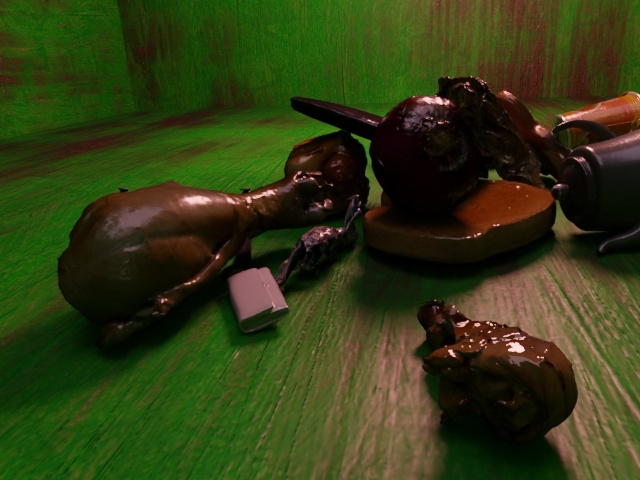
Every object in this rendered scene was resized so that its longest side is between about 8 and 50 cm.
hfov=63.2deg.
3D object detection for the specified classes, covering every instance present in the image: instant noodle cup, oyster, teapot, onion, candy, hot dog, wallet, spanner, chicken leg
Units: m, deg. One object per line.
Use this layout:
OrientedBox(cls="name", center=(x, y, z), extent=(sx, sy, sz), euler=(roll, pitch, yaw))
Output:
OrientedBox(cls="instant noodle cup", center=(0.695, -0.277, 1.311), extent=(0.184, 0.169, 0.168), euler=(-9, 19, 6))
OrientedBox(cls="oyster", center=(0.331, -0.239, 1.084), extent=(0.111, 0.204, 0.396), euler=(-38, 36, 9))
OrientedBox(cls="teapot", center=(0.421, -0.088, 0.790), extent=(0.148, 0.162, 0.240), euler=(-7, 62, 2))
OrientedBox(cls="onion", center=(0.136, -0.106, 0.780), extent=(0.135, 0.173, 0.198), euler=(-24, -18, -21))
OrientedBox(cls="candy", center=(0.001, 0.000, 0.740), extent=(0.051, 0.094, 0.226), euler=(25, 35, 18))
OrientedBox(cls="hot dog", center=(0.020, -0.133, 1.023), extent=(0.153, 0.151, 0.257), euler=(-11, 19, 7))
OrientedBox(cls="wallet", center=(0.131, -0.201, 0.971), extent=(0.377, 0.051, 0.197), euler=(27, 19, 28))
OrientedBox(cls="spanner", center=(-0.120, 0.011, 0.818), extent=(0.054, 0.015, 0.254), euler=(-5, 20, -4))
OrientedBox(cls="chicken leg", center=(0.127, 0.101, 0.451), extent=(0.101, 0.085, 0.207), euler=(-19, 14, -9))
OrientedBox(cls="chicken leg", center=(-0.138, -0.016, 0.699), extent=(0.201, 0.153, 0.429), euler=(21, 31, 38))
OrientedBox(cls="wallet", center=(-0.079, 0.068, 0.630), extent=(0.061, 0.025, 0.122), euler=(-19, 23, -10))

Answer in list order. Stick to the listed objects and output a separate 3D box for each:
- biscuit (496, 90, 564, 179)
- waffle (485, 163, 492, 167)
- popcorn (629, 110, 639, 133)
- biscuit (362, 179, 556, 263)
OrientedBox(cls="biscuit", center=(0.442, -0.217, 1.080), extent=(0.036, 0.250, 0.165), euler=(-43, 26, 7))
OrientedBox(cls="waffle", center=(0.331, -0.243, 1.346), extent=(0.327, 0.098, 0.224), euler=(-7, 21, -16))
OrientedBox(cls="popcorn", center=(0.638, -0.161, 0.856), extent=(0.249, 0.225, 0.249), euler=(-25, 38, 21))
OrientedBox(cls="biscuit", center=(0.208, -0.039, 0.845), extent=(0.343, 0.057, 0.287), euler=(-20, 25, -38))
